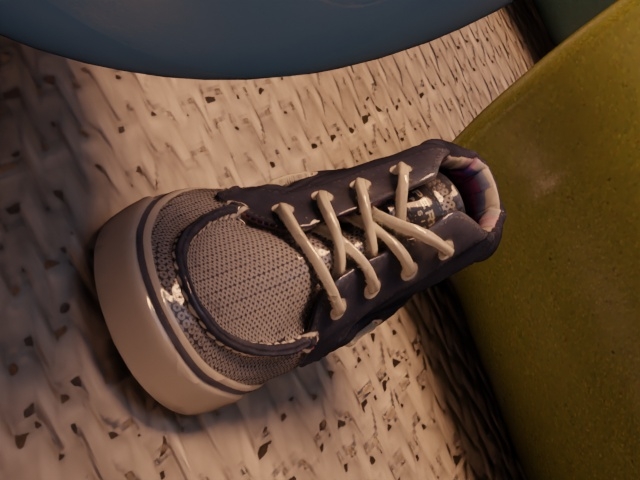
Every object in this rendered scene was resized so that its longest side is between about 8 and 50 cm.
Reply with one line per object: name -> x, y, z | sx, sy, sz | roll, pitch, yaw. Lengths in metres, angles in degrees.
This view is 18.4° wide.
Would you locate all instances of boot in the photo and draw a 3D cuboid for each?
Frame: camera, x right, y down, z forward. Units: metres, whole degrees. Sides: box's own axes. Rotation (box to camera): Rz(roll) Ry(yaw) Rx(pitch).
boot -> 0.000, 0.000, 0.621 | 0.069, 0.086, 0.190 | 64, 17, 0

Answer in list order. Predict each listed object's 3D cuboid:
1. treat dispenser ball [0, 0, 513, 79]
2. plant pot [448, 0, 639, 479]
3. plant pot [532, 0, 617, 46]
treat dispenser ball -> -0.024, -0.183, 0.476 | 0.288, 0.288, 0.288 | 54, 20, -30
plant pot -> 0.232, 0.054, 0.853 | 0.353, 0.366, 0.366 | 55, 16, 10
plant pot -> 0.337, -0.108, 1.391 | 0.341, 0.341, 0.334 | -42, 113, -72
